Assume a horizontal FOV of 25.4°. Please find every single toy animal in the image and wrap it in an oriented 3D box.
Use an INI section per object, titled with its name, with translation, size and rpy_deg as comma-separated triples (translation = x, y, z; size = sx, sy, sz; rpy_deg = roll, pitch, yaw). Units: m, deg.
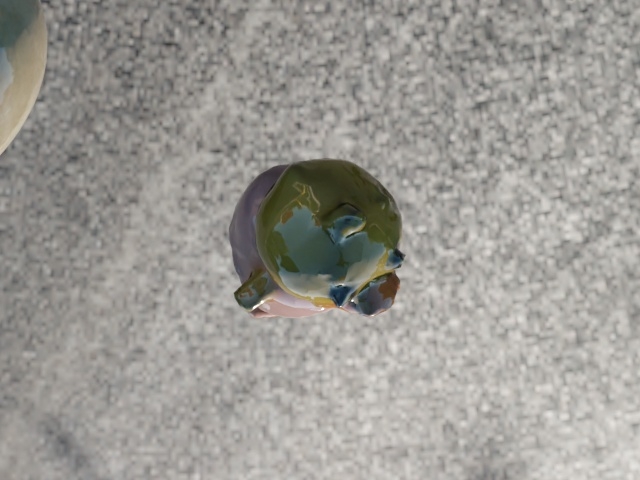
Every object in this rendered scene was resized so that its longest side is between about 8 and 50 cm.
[toy animal]
translation = -0.002, -0.003, 1.415
size = 0.169, 0.195, 0.281
rpy_deg = 56, 165, -10

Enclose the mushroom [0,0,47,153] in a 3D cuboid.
[mushroom]
translation = -0.494, -0.224, 1.591
size = 0.362, 0.294, 0.362
rpy_deg = -4, 105, -16
